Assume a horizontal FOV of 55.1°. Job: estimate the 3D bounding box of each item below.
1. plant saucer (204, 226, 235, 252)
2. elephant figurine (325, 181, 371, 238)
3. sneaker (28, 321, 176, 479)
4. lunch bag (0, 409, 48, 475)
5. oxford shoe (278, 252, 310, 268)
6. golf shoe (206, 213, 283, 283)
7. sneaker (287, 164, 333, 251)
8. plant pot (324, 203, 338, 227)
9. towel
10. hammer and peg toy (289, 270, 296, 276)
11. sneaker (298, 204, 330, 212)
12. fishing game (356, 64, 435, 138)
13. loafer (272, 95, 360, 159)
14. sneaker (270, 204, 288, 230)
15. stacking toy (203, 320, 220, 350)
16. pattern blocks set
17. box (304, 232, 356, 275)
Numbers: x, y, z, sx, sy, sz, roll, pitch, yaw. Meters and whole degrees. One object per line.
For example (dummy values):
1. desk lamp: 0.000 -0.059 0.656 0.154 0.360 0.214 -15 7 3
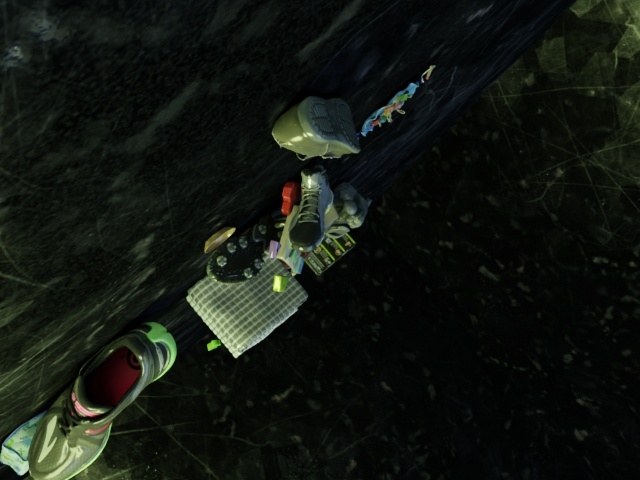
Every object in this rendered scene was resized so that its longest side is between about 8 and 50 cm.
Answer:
1. plant saucer: -0.219 -0.005 1.314 0.083 0.015 0.083 -40 176 -3
2. elephant figurine: 0.032 -0.083 2.098 0.239 0.186 0.169 -31 -146 27
3. sneaker: -0.559 0.387 1.479 0.483 0.185 0.202 -52 168 2
4. lunch bag: -0.753 0.521 1.613 0.129 0.096 0.151 -50 -175 44
5. oxford shoe: -0.165 0.053 1.963 0.348 0.123 0.130 -32 -168 -28
6. golf shoe: -0.189 0.039 1.450 0.120 0.105 0.273 -27 -172 35
7. sneaker: -0.028 -0.089 1.382 0.229 0.086 0.132 -76 164 -46
8. plant pot: 0.000 -0.085 1.946 0.109 0.096 0.109 -41 176 -4
9. towel: -0.197 0.152 1.723 0.283 0.235 0.121 -39 170 -29
10. hammer and peg toy: -0.237 0.167 2.305 0.266 0.127 0.361 -43 176 2
11. sneaker: -0.061 -0.050 1.793 0.240 0.091 0.126 -39 177 -35
12. fishing game: 0.173 -0.312 1.473 0.264 0.041 0.189 -41 179 6
13. loafer: -0.005 -0.181 0.999 0.087 0.094 0.251 -16 176 21
14. sneaker: -0.121 -0.020 1.625 0.067 0.078 0.188 -37 175 -39
15. stacking toy: -0.314 0.218 1.848 0.052 0.167 0.221 1 152 -40
16. pattern blocks set: -0.064 -0.010 1.527 0.325 0.026 0.286 -6 110 -78
17. box: 0.000 0.000 2.216 0.184 0.191 0.045 -40 174 -16
